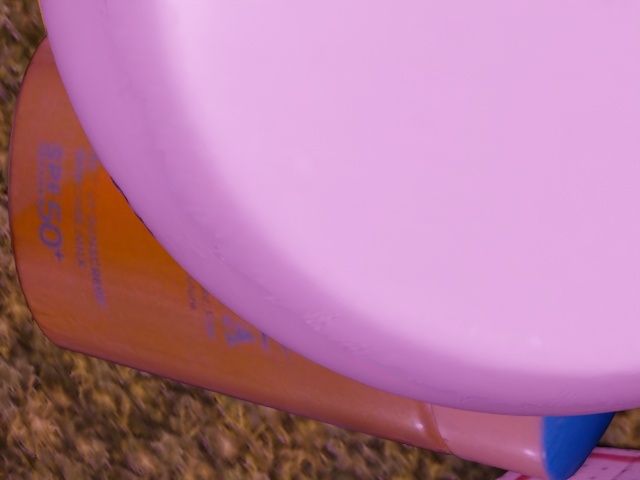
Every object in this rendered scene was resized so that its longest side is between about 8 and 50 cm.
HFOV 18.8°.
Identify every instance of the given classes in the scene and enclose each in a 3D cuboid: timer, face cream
[{"bbox_3d":[0.049,-0.103,0.544,0.285,0.285,0.285,18,120,35],"label":"timer"},{"bbox_3d":[0.000,0.000,0.723,0.285,0.067,0.139,11,109,38],"label":"face cream"}]

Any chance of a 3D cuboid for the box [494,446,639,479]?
[{"bbox_3d":[0.152,0.146,0.557,0.330,0.210,0.095,2,109,40],"label":"box"}]
